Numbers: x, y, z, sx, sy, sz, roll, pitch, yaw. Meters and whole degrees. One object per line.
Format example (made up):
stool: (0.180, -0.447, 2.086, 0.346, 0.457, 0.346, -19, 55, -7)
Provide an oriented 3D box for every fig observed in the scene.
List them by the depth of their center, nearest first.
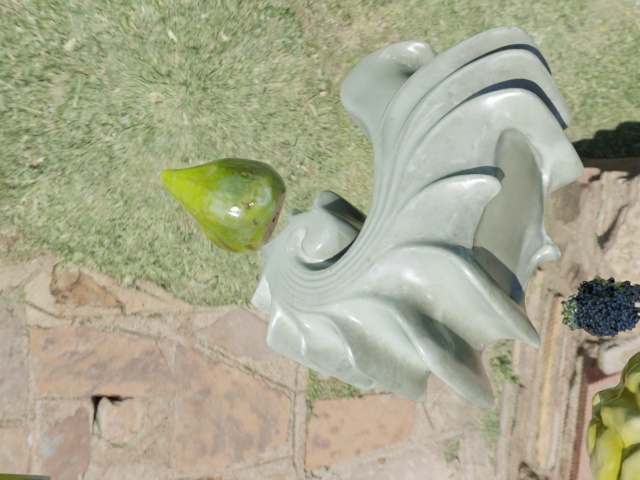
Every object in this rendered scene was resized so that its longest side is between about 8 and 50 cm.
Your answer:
fig: (-0.219, -0.096, 1.399, 0.274, 0.206, 0.206, 23, 97, 2)

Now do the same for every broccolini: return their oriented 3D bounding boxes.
broccolini: (0.326, 0.061, 0.776, 0.091, 0.202, 0.068, -36, 86, 20)

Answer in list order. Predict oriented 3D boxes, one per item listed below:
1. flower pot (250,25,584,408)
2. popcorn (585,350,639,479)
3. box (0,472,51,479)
flower pot: (0.095, -0.041, 0.621, 0.164, 0.254, 0.368, 38, 66, -38)
popcorn: (0.255, 0.173, 0.380, 0.251, 0.206, 0.237, -23, 117, -24)
box: (-0.517, 0.428, 0.952, 0.097, 0.168, 0.265, -33, 145, 16)
